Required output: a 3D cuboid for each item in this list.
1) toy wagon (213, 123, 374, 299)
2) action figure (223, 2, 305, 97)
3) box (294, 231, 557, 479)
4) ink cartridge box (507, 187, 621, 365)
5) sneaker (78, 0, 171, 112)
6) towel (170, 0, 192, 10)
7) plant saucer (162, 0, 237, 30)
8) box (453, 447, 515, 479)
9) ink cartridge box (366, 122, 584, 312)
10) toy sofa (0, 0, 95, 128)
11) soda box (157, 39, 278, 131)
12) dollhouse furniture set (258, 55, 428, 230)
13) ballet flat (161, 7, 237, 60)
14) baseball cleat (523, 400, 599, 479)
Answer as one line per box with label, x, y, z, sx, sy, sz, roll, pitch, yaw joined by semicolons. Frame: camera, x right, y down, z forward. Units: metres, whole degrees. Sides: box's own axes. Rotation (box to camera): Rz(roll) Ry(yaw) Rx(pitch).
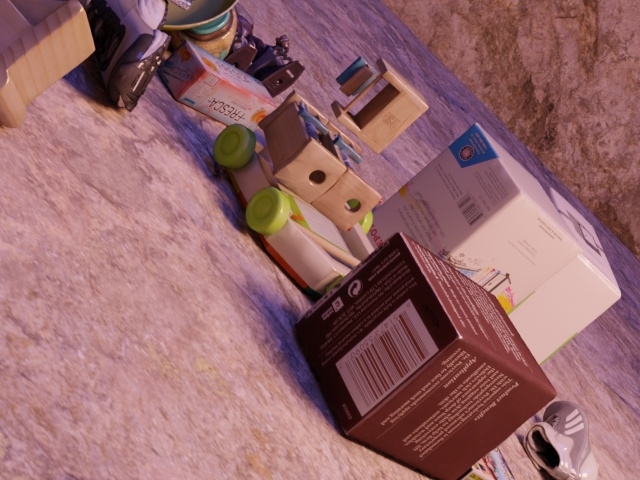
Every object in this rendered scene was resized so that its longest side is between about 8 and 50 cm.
toy wagon;0.000;0.000;1.830;0.267;0.068;0.344;31;24;-45
action figure;-0.116;-0.303;2.197;0.185;0.099;0.285;32;18;-30
box;0.114;0.131;1.627;0.203;0.168;0.167;32;21;-45
ink cartridge box;0.347;0.060;2.358;0.115;0.198;0.273;42;16;-15
sneaker;-0.239;-0.234;1.733;0.108;0.100;0.271;26;20;-20
towel;-0.263;-0.442;1.870;0.243;0.040;0.336;26;32;-30
plant saucer;-0.218;-0.357;1.956;0.241;0.037;0.241;9;52;-12
box;0.163;0.226;1.774;0.114;0.036;0.207;34;21;-40
ink cartridge box;0.202;-0.001;2.059;0.168;0.232;0.171;37;19;-40
toy sofa;-0.385;-0.265;1.356;0.362;0.177;0.150;48;-9;2
soda box;-0.133;-0.198;1.965;0.183;0.058;0.063;24;28;-57
dollhouse furniture set;0.042;-0.134;1.790;0.129;0.183;0.129;38;19;-31
ballet flat;-0.227;-0.379;2.074;0.348;0.123;0.123;56;17;21
baseball cleat;0.325;0.265;2.051;0.109;0.072;0.206;35;15;-18
